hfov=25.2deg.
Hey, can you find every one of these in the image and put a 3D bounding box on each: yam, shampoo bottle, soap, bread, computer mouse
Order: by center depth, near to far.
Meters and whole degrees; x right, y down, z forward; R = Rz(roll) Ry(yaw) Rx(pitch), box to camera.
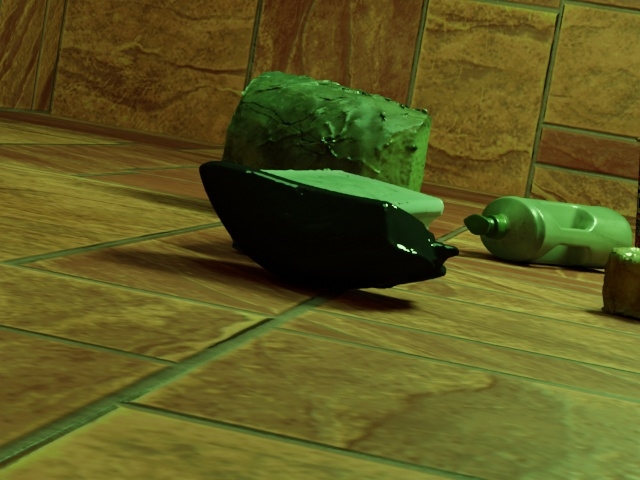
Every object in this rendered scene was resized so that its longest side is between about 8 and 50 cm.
[{"bbox_3d":[0.000,0.000,1.317,0.264,0.088,0.147,12,-10,26],"label":"computer mouse"},{"bbox_3d":[0.344,0.047,1.497,0.083,0.070,0.077,17,10,36],"label":"bread"},{"bbox_3d":[0.023,-0.024,1.552,0.150,0.094,0.261,11,6,22],"label":"soap"},{"bbox_3d":[0.012,-0.102,1.898,0.271,0.202,0.201,13,28,21],"label":"yam"},{"bbox_3d":[0.296,-0.011,1.911,0.234,0.087,0.118,5,7,-36],"label":"shampoo bottle"}]

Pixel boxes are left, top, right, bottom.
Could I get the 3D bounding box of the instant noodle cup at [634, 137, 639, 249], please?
[{"bbox_3d":[0.574,-0.040,2.099,0.250,0.192,0.250,8,4,-1],"label":"instant noodle cup"}]
